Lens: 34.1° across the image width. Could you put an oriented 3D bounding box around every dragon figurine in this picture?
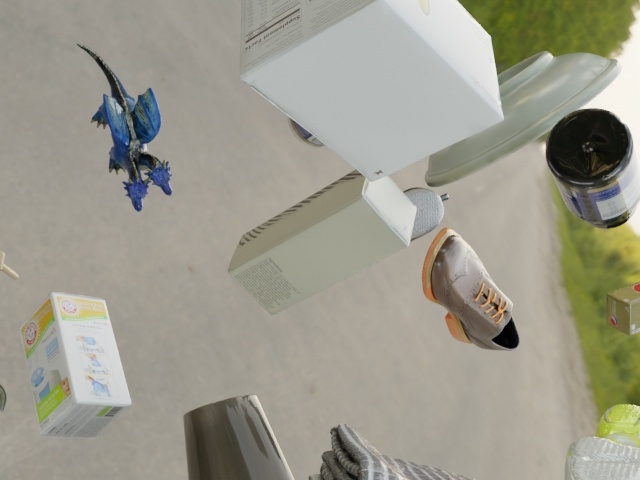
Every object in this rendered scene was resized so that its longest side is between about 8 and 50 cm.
[{"bbox_3d":[-0.297,-0.185,1.618,0.144,0.085,0.289,-17,-94,67],"label":"dragon figurine"}]

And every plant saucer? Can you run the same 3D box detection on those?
[{"bbox_3d":[0.339,-0.242,1.874,0.100,0.400,0.400,57,13,-7],"label":"plant saucer"}]

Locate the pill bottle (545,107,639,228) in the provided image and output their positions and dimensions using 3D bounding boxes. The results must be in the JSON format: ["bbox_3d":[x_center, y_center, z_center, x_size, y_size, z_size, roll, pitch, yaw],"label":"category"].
[{"bbox_3d":[0.409,-0.096,1.537,0.219,0.123,0.122,42,23,-61],"label":"pill bottle"}]

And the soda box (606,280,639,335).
[{"bbox_3d":[0.574,0.100,1.779,0.058,0.181,0.061,30,-48,56],"label":"soda box"}]

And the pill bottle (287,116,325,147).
[{"bbox_3d":[0.028,-0.218,1.657,0.094,0.169,0.094,12,67,-30],"label":"pill bottle"}]

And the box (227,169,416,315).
[{"bbox_3d":[0.000,0.000,1.547,0.113,0.275,0.094,47,35,-23],"label":"box"}]

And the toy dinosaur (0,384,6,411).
[{"bbox_3d":[-0.602,0.178,1.634,0.313,0.121,0.160,47,-10,38],"label":"toy dinosaur"}]

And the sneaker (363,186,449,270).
[{"bbox_3d":[0.120,-0.020,1.947,0.101,0.269,0.153,64,22,0],"label":"sneaker"}]

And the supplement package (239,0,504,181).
[{"bbox_3d":[0.063,-0.222,1.261,0.262,0.204,0.145,34,43,-42],"label":"supplement package"}]

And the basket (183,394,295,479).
[{"bbox_3d":[-0.133,0.376,1.690,0.154,0.204,0.226,43,30,-73],"label":"basket"}]

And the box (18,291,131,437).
[{"bbox_3d":[-0.394,0.199,1.667,0.103,0.114,0.203,13,46,-44],"label":"box"}]

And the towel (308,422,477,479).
[{"bbox_3d":[0.117,0.327,1.291,0.235,0.121,0.284,17,-3,-9],"label":"towel"}]

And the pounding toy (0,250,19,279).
[{"bbox_3d":[-0.637,0.079,1.881,0.181,0.206,0.094,24,62,-37],"label":"pounding toy"}]

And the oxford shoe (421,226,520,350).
[{"bbox_3d":[0.290,0.095,1.933,0.133,0.130,0.363,23,-17,33],"label":"oxford shoe"}]

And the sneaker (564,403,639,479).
[{"bbox_3d":[0.308,0.264,1.098,0.240,0.091,0.126,-17,119,-57],"label":"sneaker"}]
